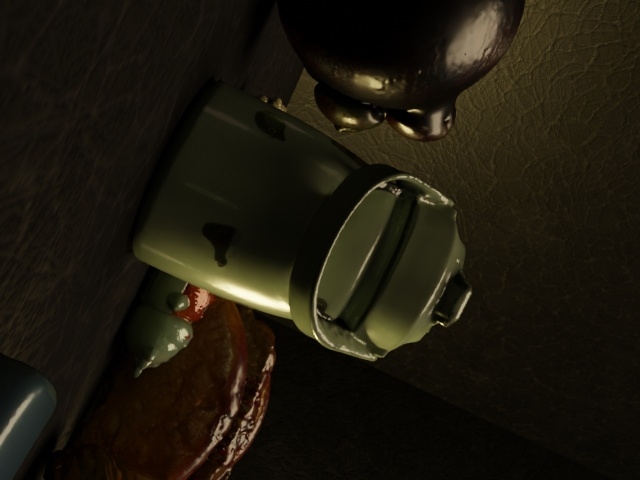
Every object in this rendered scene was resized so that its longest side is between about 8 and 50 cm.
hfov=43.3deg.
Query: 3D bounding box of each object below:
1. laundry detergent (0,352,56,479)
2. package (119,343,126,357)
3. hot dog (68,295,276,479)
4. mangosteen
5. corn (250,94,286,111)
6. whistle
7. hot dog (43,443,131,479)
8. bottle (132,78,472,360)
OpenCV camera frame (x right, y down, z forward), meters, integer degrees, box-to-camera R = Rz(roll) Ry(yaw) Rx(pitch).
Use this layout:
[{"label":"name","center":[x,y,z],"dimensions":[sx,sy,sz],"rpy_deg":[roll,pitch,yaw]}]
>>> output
[{"label":"laundry detergent","center":[-0.191,0.145,0.345],"dimensions":[0.206,0.061,0.097],"rpy_deg":[-65,-168,-26]},{"label":"package","center":[-0.299,0.183,1.296],"dimensions":[0.077,0.033,0.110],"rpy_deg":[-55,178,-11]},{"label":"hot dog","center":[-0.200,0.244,1.230],"dimensions":[0.405,0.223,0.185],"rpy_deg":[-62,171,-15]},{"label":"mangosteen","center":[0.099,-0.268,0.956],"dimensions":[0.297,0.297,0.313],"rpy_deg":[-88,166,-80]},{"label":"corn","center":[-0.109,-0.135,1.129],"dimensions":[0.087,0.087,0.210],"rpy_deg":[122,-11,-58]},{"label":"whistle","center":[-0.201,0.077,1.132],"dimensions":[0.102,0.106,0.253],"rpy_deg":[13,-106,44]},{"label":"hot dog","center":[-0.307,0.352,0.959],"dimensions":[0.272,0.122,0.196],"rpy_deg":[-52,-169,54]},{"label":"bottle","center":[0.000,0.000,0.847],"dimensions":[0.229,0.352,0.229],"rpy_deg":[-63,-177,6]}]
